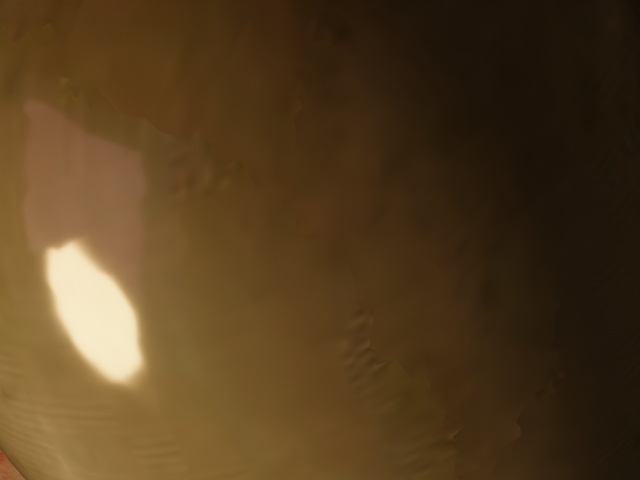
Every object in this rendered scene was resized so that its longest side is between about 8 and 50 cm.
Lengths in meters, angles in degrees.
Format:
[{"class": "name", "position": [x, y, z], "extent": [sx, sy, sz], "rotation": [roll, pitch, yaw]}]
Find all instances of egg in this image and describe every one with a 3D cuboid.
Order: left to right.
[{"class": "egg", "position": [0.000, 0.000, 0.567], "extent": [0.218, 0.218, 0.295], "rotation": [4, 124, 53]}]

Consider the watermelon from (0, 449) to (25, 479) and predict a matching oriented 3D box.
[{"class": "watermelon", "position": [-0.219, 0.002, 0.876], "extent": [0.193, 0.232, 0.310], "rotation": [-18, 75, 22]}]
